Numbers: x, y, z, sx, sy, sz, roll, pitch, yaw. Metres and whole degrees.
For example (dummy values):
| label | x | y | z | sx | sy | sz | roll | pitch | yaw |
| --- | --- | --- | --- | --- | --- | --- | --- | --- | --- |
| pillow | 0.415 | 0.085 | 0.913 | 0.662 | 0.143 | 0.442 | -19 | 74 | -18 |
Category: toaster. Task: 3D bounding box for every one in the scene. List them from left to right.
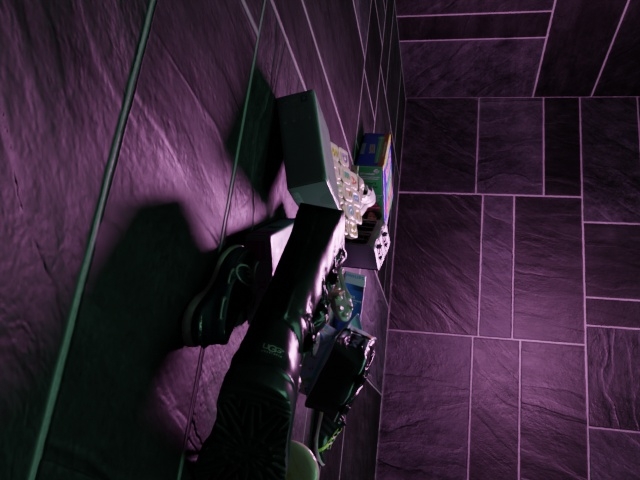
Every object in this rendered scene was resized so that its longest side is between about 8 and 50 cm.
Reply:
| label | x | y | z | sx | sy | sz | roll | pitch | yaw |
| --- | --- | --- | --- | --- | --- | --- | --- | --- | --- |
| toaster | 0.134 | 0.012 | 2.086 | 0.168 | 0.186 | 0.110 | -59 | 147 | -50 |

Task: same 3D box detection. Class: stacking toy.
| label | x | y | z | sx | sy | sz | roll | pitch | yaw |
| --- | --- | --- | --- | --- | --- | --- | --- | --- | --- |
| stacking toy | -0.057 | 0.555 | 1.435 | 0.330 | 0.141 | 0.141 | 74 | 22 | -66 |

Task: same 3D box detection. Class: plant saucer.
| label | x | y | z | sx | sy | sz | roll | pitch | yaw |
| --- | --- | --- | --- | --- | --- | --- | --- | --- | --- |
| plant saucer | 0.065 | 0.298 | 1.823 | 0.192 | 0.018 | 0.067 | -42 | 128 | -40 |

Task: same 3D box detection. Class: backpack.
| label | x | y | z | sx | sy | sz | roll | pitch | yaw |
| --- | --- | --- | --- | --- | --- | --- | --- | --- | --- |
| backpack | 0.046 | 0.334 | 1.633 | 0.225 | 0.191 | 0.253 | -66 | 165 | 13 |

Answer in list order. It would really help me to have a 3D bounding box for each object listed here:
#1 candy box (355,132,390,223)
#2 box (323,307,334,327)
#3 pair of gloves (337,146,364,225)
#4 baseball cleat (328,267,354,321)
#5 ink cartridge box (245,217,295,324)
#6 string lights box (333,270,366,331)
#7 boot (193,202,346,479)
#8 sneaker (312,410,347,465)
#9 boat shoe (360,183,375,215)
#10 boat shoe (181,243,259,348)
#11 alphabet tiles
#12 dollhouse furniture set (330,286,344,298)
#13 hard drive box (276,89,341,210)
| label | x | y | z | sx | sy | sz | roll | pitch | yaw |
| --- | --- | --- | --- | --- | --- | --- | --- | --- | --- |
| candy box | 0.229 | -0.248 | 2.542 | 0.268 | 0.122 | 0.317 | -72 | 159 | -49 |
| box | 0.005 | 0.290 | 1.844 | 0.114 | 0.036 | 0.207 | 74 | 22 | -55 |
| pair of gloves | 0.105 | -0.175 | 2.006 | 0.240 | 0.042 | 0.204 | 46 | 41 | -63 |
| baseball cleat | 0.032 | 0.149 | 1.721 | 0.072 | 0.109 | 0.206 | 23 | 46 | -37 |
| ink cartridge box | -0.086 | 0.054 | 1.332 | 0.311 | 0.065 | 0.185 | -33 | 124 | -72 |
| string lights box | 0.078 | 0.245 | 1.976 | 0.133 | 0.077 | 0.259 | 124 | -22 | -62 |
| boot | -0.073 | 0.190 | 1.091 | 0.445 | 0.146 | 0.367 | -75 | -175 | -51 |
| sneaker | 0.033 | 0.580 | 1.889 | 0.084 | 0.097 | 0.234 | 47 | 47 | -72 |
| boat shoe | 0.144 | -0.170 | 2.233 | 0.277 | 0.098 | 0.096 | -57 | 148 | -64 |
| boat shoe | -0.148 | 0.086 | 1.020 | 0.254 | 0.079 | 0.095 | -62 | 152 | -62 |
| alphabet tiles | 0.060 | -0.149 | 1.814 | 0.278 | 0.021 | 0.284 | 18 | 63 | -61 |
| dollhouse furniture set | 0.002 | 0.199 | 1.613 | 0.144 | 0.123 | 0.151 | -16 | 108 | -77 |
| hard drive box | -0.024 | -0.188 | 1.374 | 0.181 | 0.089 | 0.232 | 61 | 19 | -65 |
